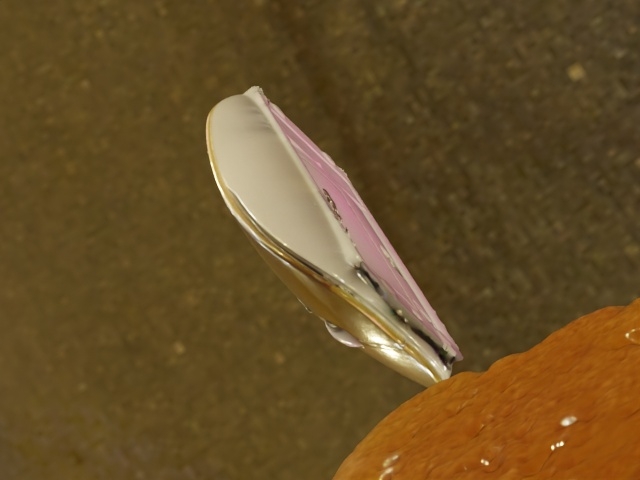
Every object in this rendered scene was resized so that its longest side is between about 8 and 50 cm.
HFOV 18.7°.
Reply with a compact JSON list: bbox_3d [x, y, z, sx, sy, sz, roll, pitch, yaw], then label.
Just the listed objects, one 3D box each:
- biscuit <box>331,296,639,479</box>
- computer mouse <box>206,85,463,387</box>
[{"bbox_3d":[0.093,0.087,0.572,0.262,0.277,0.052,-30,103,23],"label":"biscuit"},{"bbox_3d":[0.000,0.000,1.377,0.158,0.072,0.310,43,-171,-34],"label":"computer mouse"}]
